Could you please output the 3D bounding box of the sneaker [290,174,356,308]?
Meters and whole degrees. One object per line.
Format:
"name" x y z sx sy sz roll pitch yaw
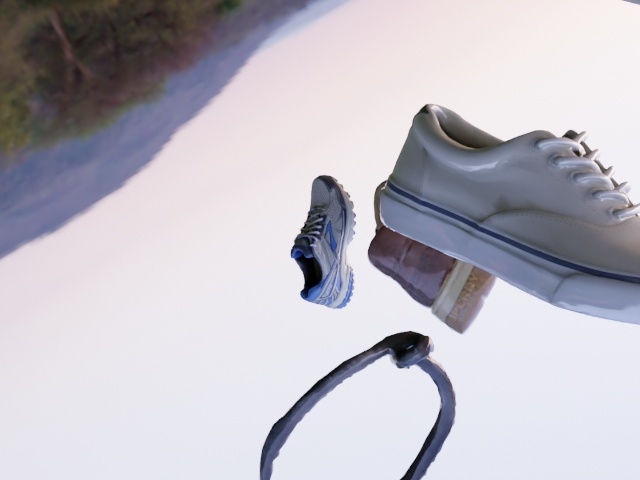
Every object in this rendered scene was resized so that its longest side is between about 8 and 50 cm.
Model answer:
"sneaker" 0.000 0.000 1.243 0.058 0.135 0.052 2 169 -35

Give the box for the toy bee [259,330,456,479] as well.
"toy bee" 0.155 0.106 0.383 0.298 0.195 0.162 -20 -144 -21

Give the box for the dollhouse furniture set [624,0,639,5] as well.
"dollhouse furniture set" 0.233 -0.367 0.932 0.286 0.303 0.198 19 -132 17

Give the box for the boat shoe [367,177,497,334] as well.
"boat shoe" 0.108 -0.027 1.110 0.342 0.123 0.123 -56 170 -66

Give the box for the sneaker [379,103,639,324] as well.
"sneaker" 0.141 -0.019 0.741 0.258 0.091 0.094 22 -161 36
